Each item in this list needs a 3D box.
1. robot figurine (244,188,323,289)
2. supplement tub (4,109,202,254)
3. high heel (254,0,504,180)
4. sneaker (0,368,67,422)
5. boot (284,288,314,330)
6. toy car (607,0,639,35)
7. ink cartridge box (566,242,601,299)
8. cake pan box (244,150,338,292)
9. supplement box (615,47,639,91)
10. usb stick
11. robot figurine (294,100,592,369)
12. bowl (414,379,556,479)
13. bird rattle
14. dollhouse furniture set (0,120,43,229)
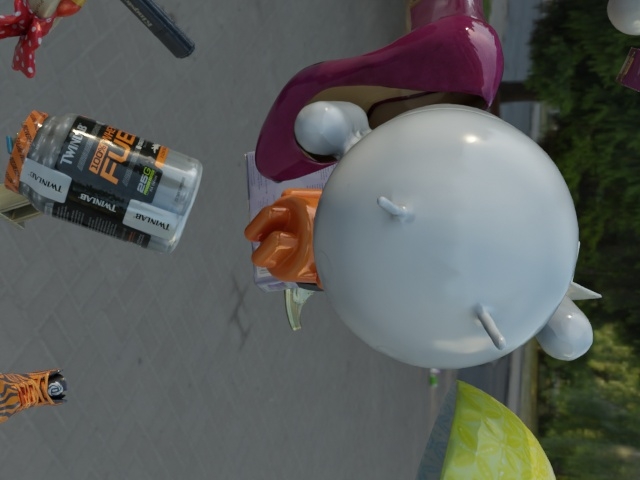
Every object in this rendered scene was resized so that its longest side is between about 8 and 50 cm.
[{"bbox_3d":[0.000,0.002,1.080,0.219,0.158,0.128,3,108,-37],"label":"robot figurine"},{"bbox_3d":[-0.392,-0.110,1.354,0.193,0.316,0.193,-161,-90,-75],"label":"supplement tub"},{"bbox_3d":[0.041,-0.134,0.852,0.127,0.377,0.181,28,45,-27],"label":"high heel"},{"bbox_3d":[-0.701,0.356,1.767,0.321,0.180,0.124,180,-94,-74],"label":"sneaker"},{"bbox_3d":[-0.015,0.132,1.981,0.077,0.165,0.213,92,-6,-84],"label":"boot"},{"bbox_3d":[0.448,-0.343,0.924,0.182,0.136,0.159,122,-17,-55],"label":"toy car"},{"bbox_3d":[0.320,0.028,1.355,0.207,0.353,0.119,23,74,-28],"label":"ink cartridge box"},{"bbox_3d":[0.000,-0.047,1.291,0.070,0.246,0.266,55,26,-67],"label":"cake pan box"},{"bbox_3d":[0.459,-0.244,1.062,0.083,0.043,0.055,-45,157,-69],"label":"supplement box"},{"bbox_3d":[-0.379,-0.501,1.586,0.278,0.077,0.045,45,73,-31],"label":"usb stick"},{"bbox_3d":[0.104,-0.015,0.637,0.200,0.300,0.353,-53,180,15],"label":"robot figurine"},{"bbox_3d":[0.161,0.298,0.715,0.289,0.156,0.289,19,90,-82],"label":"bowl"},{"bbox_3d":[-0.394,-0.368,1.114,0.253,0.143,0.207,-62,-167,12],"label":"bird rattle"},{"bbox_3d":[-0.635,-0.142,1.609,0.129,0.129,0.183,67,7,-69],"label":"dollhouse furniture set"}]
